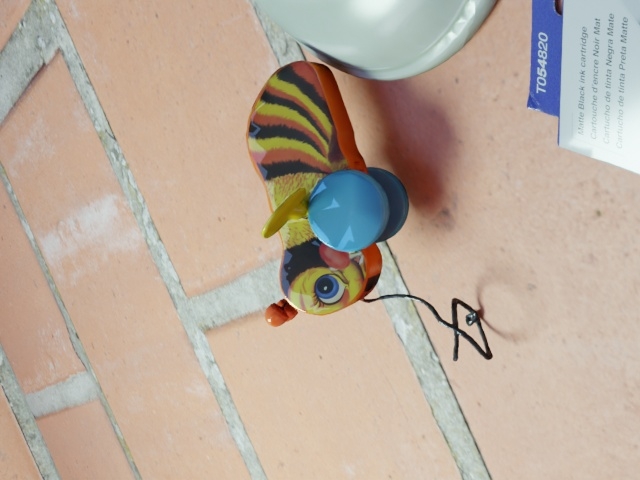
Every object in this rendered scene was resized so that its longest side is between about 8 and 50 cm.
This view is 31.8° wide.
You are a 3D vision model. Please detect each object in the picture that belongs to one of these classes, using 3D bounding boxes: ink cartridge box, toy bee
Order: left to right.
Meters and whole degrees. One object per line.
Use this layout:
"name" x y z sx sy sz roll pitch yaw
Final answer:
"toy bee" 0.000 0.000 0.992 0.162 0.195 0.298 -31 64 17
"ink cartridge box" 0.205 -0.151 0.719 0.224 0.045 0.223 29 133 46

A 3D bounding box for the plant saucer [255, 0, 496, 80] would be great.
"plant saucer" -0.014 -0.312 0.892 0.400 0.101 0.400 34 136 40
